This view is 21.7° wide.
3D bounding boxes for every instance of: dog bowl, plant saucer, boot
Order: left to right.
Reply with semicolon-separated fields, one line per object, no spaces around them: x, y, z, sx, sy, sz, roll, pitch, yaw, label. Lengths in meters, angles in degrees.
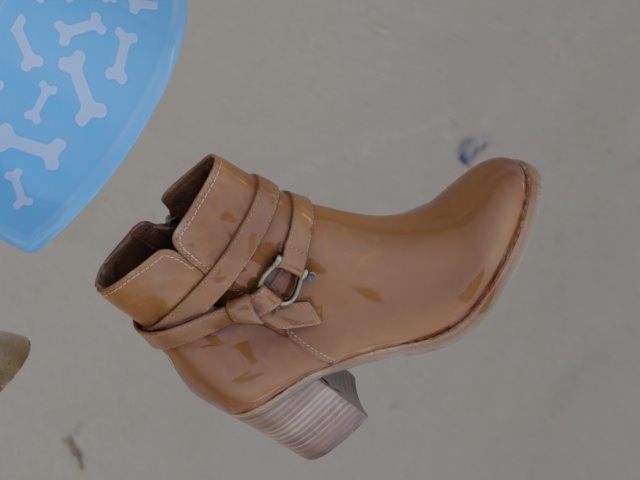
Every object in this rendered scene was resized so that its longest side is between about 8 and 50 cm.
-0.185;-0.030;0.700;0.297;0.166;0.074;-39;124;19;dog bowl
-0.177;0.066;0.794;0.083;0.083;0.015;-35;111;-8;plant saucer
0.000;0.000;1.178;0.283;0.109;0.220;-44;116;10;boot
